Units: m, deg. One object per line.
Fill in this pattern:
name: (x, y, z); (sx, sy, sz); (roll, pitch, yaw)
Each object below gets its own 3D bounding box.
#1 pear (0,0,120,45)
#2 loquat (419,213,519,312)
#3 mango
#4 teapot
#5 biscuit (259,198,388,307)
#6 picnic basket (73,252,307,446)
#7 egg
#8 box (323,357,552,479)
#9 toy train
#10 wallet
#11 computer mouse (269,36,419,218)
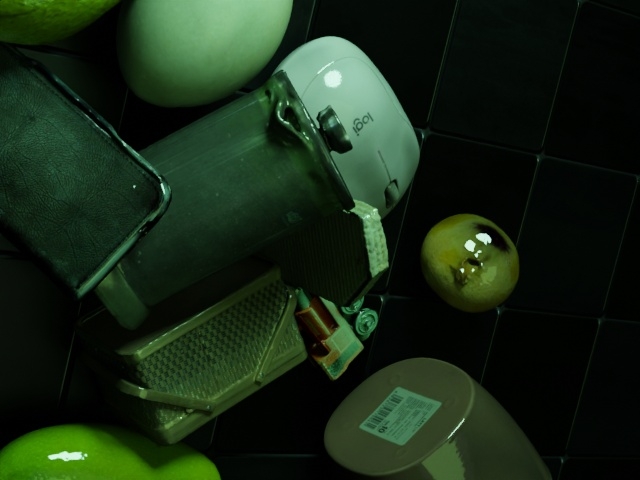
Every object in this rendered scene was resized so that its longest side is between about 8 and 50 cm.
pear: (-0.286, -0.311, 1.498); (0.255, 0.164, 0.238); (27, 55, -41)
loquat: (0.219, 0.033, 2.061); (0.163, 0.163, 0.137); (16, 103, -40)
mango: (-0.272, 0.326, 1.766); (0.343, 0.156, 0.192); (20, 83, -37)
teapot: (-0.116, -0.046, 1.674); (0.337, 0.200, 0.270); (-27, 156, 2)
biscuit: (0.000, 0.000, 1.811); (0.052, 0.252, 0.150); (-25, 117, -30)
picnic basket: (-0.163, 0.126, 1.780); (0.267, 0.165, 0.139); (-31, 119, -28)
egg: (-0.138, -0.265, 1.661); (0.253, 0.186, 0.186); (-50, 128, -18)
box: (0.154, 0.320, 2.023); (0.301, 0.301, 0.216); (-43, 118, -20)
toy train: (0.006, 0.101, 1.968); (0.118, 0.074, 0.176); (-46, 129, -13)
wallet: (-0.323, -0.096, 1.534); (0.318, 0.045, 0.172); (41, 83, 4)
computer mouse: (0.045, -0.136, 1.892); (0.184, 0.121, 0.297); (-43, 125, -21)
